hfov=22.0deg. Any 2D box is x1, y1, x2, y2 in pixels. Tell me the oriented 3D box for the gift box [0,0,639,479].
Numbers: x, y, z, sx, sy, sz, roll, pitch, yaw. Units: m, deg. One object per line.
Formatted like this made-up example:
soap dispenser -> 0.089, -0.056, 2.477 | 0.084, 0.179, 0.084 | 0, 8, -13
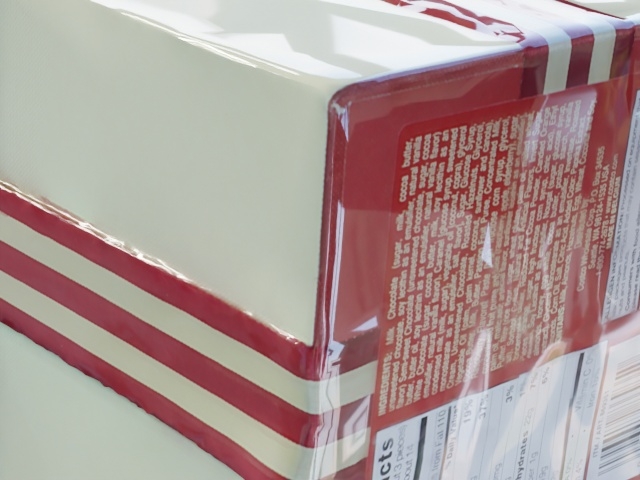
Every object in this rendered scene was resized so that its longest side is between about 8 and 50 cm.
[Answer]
gift box -> 0.000, 0.000, 0.651 | 0.276, 0.255, 0.258 | -11, 27, -44
